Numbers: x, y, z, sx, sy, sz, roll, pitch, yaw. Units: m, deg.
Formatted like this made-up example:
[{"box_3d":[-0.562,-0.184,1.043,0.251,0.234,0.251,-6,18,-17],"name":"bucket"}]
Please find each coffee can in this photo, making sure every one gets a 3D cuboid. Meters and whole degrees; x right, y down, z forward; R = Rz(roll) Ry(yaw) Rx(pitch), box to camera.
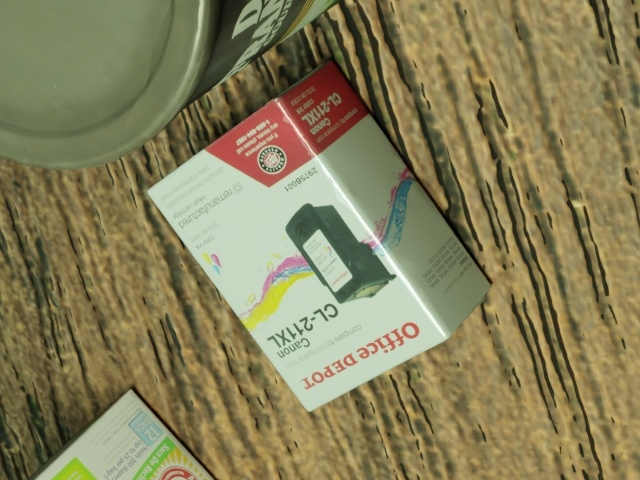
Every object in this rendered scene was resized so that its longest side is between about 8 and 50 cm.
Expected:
[{"box_3d":[-0.075,-0.180,0.759,0.201,0.275,0.201,13,121,23],"name":"coffee can"}]

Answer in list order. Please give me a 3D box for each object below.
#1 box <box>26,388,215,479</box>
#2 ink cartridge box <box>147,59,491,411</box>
[{"box_3d":[-0.174,0.215,1.071,0.114,0.203,0.103,47,128,-3],"name":"box"},{"box_3d":[0.000,0.000,0.940,0.127,0.072,0.175,-32,96,37],"name":"ink cartridge box"}]
